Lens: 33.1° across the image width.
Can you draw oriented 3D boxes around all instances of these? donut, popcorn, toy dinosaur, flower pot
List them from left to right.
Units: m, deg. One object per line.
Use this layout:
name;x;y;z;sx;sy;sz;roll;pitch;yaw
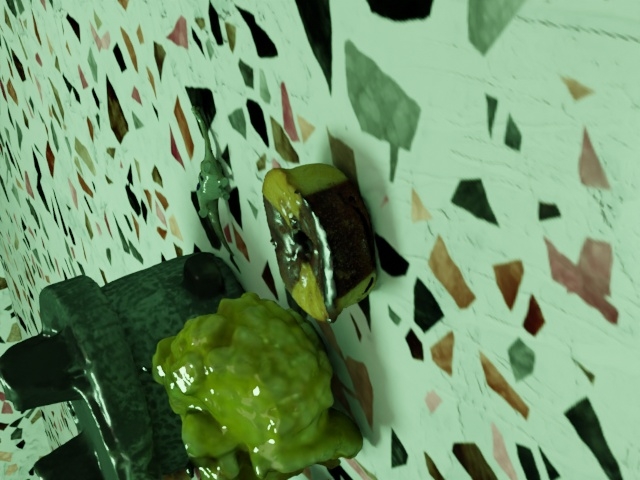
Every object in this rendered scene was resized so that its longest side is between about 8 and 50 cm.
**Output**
flower pot;-0.214;0.168;1.239;0.299;0.283;0.299;51;150;44
toy dinosaur;-0.116;-0.055;1.164;0.058;0.037;0.180;-104;11;-67
popcorn;-0.068;0.154;1.049;0.189;0.170;0.218;67;162;8
donut;0.000;0.000;0.916;0.140;0.059;0.140;48;149;41

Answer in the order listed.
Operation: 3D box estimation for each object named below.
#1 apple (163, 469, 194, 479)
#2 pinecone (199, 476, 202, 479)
apple;-0.279;0.356;1.716;0.158;0.156;0.147;-29;81;38
pinecone;-0.064;0.420;1.163;0.296;0.242;0.298;32;147;63
